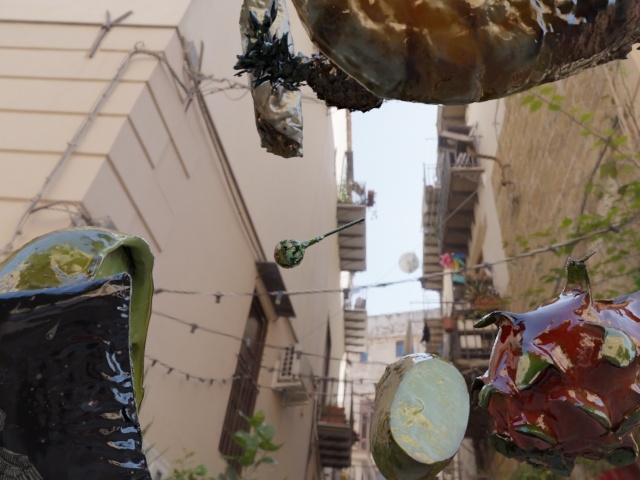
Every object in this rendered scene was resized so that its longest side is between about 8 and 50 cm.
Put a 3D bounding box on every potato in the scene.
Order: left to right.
[{"bbox_3d":[-0.355,0.111,0.686,0.212,0.280,0.330,11,-10,3],"label":"potato"},{"bbox_3d":[0.151,0.267,0.821,0.141,0.298,0.176,19,-79,5],"label":"potato"}]

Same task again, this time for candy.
[{"bbox_3d":[0.000,0.000,1.659,0.305,0.091,0.083,-23,0,-4],"label":"candy"}]

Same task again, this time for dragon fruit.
[{"bbox_3d":[0.228,0.092,0.453,0.236,0.135,0.137,-41,-55,-1],"label":"dragon fruit"}]

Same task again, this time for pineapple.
[{"bbox_3d":[0.002,-0.223,0.692,0.221,0.083,0.103,10,-36,-21],"label":"pineapple"}]

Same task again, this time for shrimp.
[{"bbox_3d":[0.137,-0.223,0.393,0.364,0.233,0.071,-23,-8,-18],"label":"shrimp"}]

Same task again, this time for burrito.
[{"bbox_3d":[-0.100,-0.355,1.061,0.117,0.392,0.076,-6,-2,-35],"label":"burrito"}]

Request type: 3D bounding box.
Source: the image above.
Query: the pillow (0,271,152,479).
[{"bbox_3d":[-0.207,0.136,0.421,0.141,0.208,0.055,-9,-12,-9],"label":"pillow"}]
